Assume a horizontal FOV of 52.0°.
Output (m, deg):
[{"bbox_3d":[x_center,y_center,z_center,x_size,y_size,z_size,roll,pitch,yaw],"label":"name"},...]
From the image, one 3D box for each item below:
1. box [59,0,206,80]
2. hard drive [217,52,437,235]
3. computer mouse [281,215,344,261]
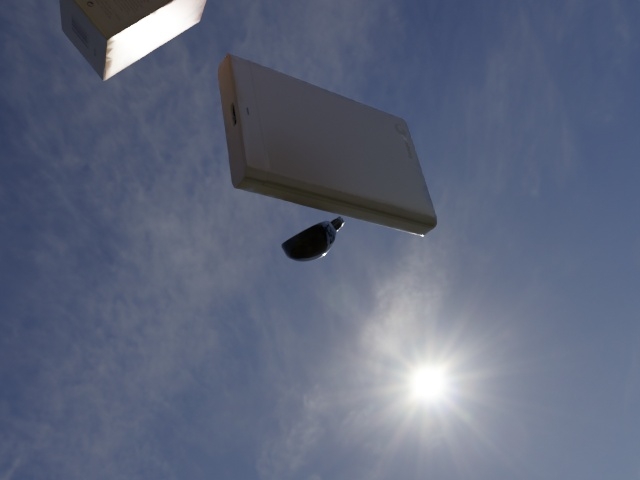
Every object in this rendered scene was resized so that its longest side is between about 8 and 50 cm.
[{"bbox_3d":[-0.238,-0.309,0.850,0.170,0.130,0.091,-40,-85,-21],"label":"box"},{"bbox_3d":[0.014,-0.124,0.890,0.307,0.203,0.040,12,-38,-34],"label":"hard drive"},{"bbox_3d":[0.000,0.000,0.934,0.071,0.242,0.041,-30,-91,13],"label":"computer mouse"}]
